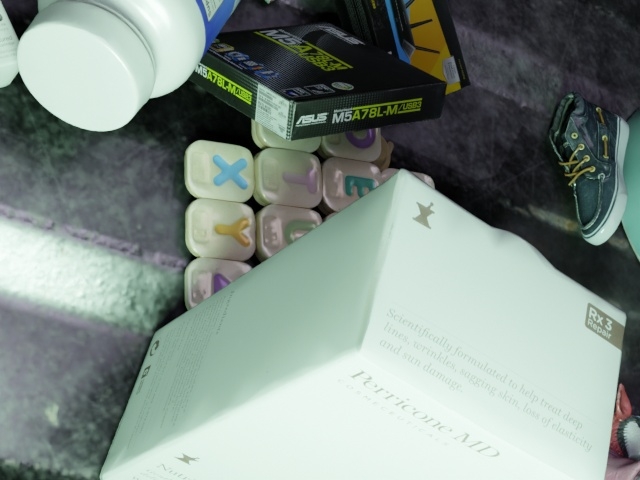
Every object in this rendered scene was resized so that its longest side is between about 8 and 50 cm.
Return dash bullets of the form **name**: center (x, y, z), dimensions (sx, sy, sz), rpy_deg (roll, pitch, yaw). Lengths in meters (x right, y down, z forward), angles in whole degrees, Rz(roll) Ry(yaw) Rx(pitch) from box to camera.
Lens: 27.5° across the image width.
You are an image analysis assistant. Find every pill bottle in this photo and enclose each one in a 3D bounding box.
- **pill bottle**: center (-0.155, -0.223, 1.162), dimensions (0.152, 0.152, 0.272), rpy_deg (38, 48, -14)

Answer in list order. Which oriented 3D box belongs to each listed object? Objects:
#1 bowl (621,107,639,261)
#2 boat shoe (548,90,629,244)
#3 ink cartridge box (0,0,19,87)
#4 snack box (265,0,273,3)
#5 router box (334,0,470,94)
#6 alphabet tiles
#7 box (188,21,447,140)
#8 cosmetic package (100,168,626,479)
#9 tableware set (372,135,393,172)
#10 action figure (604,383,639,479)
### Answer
- **bowl**: center (0.517, -0.060, 1.547), dimensions (0.311, 0.163, 0.312), rpy_deg (14, 62, -29)
- **boat shoe**: center (0.296, -0.083, 1.477), dimensions (0.083, 0.065, 0.183), rpy_deg (28, 51, -19)
- **ink cartridge box**: center (-0.326, -0.192, 1.113), dimensions (0.099, 0.056, 0.135), rpy_deg (-22, 84, -37)
- **snack box**: center (-0.009, -0.312, 1.317), dimensions (0.037, 0.141, 0.100), rpy_deg (45, 51, 10)
- **router box**: center (0.081, -0.230, 1.368), dimensions (0.133, 0.046, 0.179), rpy_deg (-26, 103, -44)
- **alphabet tiles**: center (0.000, 0.000, 1.251), dimensions (0.278, 0.021, 0.284), rpy_deg (8, 72, -30)
- **box**: center (-0.010, -0.155, 1.241), dimensions (0.184, 0.190, 0.045), rpy_deg (-14, 123, -34)
- **cosmetic package**: center (0.020, 0.122, 1.000), dimensions (0.217, 0.385, 0.156), rpy_deg (30, 57, -19)
- **tableware set**: center (0.011, -0.079, 1.311), dimensions (0.168, 0.020, 0.141), rpy_deg (30, 58, -22)
- **action figure**: center (0.277, 0.317, 1.259), dimensions (0.275, 0.248, 0.370), rpy_deg (-8, 54, 8)
